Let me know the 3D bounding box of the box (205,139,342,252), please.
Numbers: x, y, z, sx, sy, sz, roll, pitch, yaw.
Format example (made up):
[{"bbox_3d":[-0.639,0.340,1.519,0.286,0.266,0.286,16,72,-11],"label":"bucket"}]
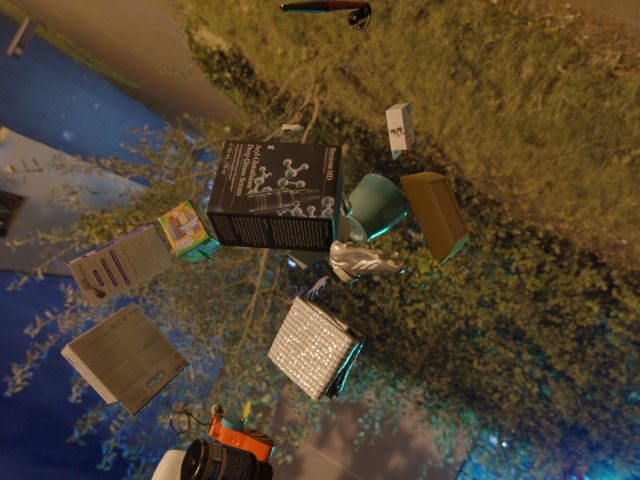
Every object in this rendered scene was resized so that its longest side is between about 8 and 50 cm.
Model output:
[{"bbox_3d":[-0.134,-0.144,1.678,0.396,0.293,0.212,3,149,5],"label":"box"}]

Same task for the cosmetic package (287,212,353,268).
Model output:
[{"bbox_3d":[0.000,0.000,1.976,0.107,0.238,0.127,45,-142,-13],"label":"cosmetic package"}]

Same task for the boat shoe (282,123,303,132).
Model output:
[{"bbox_3d":[-0.129,-0.517,2.391,0.100,0.035,0.035,7,163,6],"label":"boat shoe"}]

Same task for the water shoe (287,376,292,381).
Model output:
[{"bbox_3d":[-0.040,0.456,1.931,0.072,0.203,0.080,62,153,0],"label":"water shoe"}]

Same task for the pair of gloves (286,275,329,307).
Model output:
[{"bbox_3d":[-0.050,0.204,2.005,0.023,0.198,0.159,58,-155,-11],"label":"pair of gloves"}]

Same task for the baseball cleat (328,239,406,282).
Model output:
[{"bbox_3d":[0.117,0.067,1.315,0.206,0.109,0.072,20,-161,28],"label":"baseball cleat"}]

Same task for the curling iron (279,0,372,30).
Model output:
[{"bbox_3d":[0.022,-0.558,1.256,0.274,0.068,0.035,-11,-161,-36],"label":"curling iron"}]

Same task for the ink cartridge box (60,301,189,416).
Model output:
[{"bbox_3d":[-0.686,0.423,1.848,0.330,0.071,0.324,49,-149,-1],"label":"ink cartridge box"}]

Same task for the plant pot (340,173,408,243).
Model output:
[{"bbox_3d":[0.225,-0.133,2.424,0.272,0.255,0.271,37,156,19],"label":"plant pot"}]

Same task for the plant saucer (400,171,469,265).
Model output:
[{"bbox_3d":[0.435,-0.103,1.861,0.333,0.081,0.332,-21,-93,-60],"label":"plant saucer"}]

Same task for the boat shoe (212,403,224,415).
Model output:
[{"bbox_3d":[-0.416,0.756,2.138,0.056,0.152,0.049,-18,-171,-17],"label":"boat shoe"}]

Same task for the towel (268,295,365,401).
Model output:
[{"bbox_3d":[-0.009,0.338,1.626,0.284,0.234,0.121,30,-179,41],"label":"towel"}]

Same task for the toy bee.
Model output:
[{"bbox_3d":[-0.272,0.563,1.556,0.298,0.195,0.162,41,178,5],"label":"toy bee"}]

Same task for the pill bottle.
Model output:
[{"bbox_3d":[-0.239,0.599,1.335,0.219,0.122,0.123,28,179,-26],"label":"pill bottle"}]

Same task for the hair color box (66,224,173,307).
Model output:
[{"bbox_3d":[-0.769,0.093,1.988,0.110,0.339,0.185,4,120,57],"label":"hair color box"}]

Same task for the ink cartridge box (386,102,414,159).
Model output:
[{"bbox_3d":[0.289,-0.388,1.839,0.062,0.181,0.104,1,-154,28],"label":"ink cartridge box"}]

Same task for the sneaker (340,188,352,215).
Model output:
[{"bbox_3d":[0.024,-0.198,2.102,0.283,0.122,0.110,52,-177,-29],"label":"sneaker"}]

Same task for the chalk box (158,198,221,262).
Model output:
[{"bbox_3d":[-0.438,-0.009,1.786,0.213,0.132,0.132,60,-177,16],"label":"chalk box"}]

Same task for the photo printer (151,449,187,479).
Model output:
[{"bbox_3d":[-0.401,0.823,1.669,0.308,0.255,0.107,8,138,1],"label":"photo printer"}]
